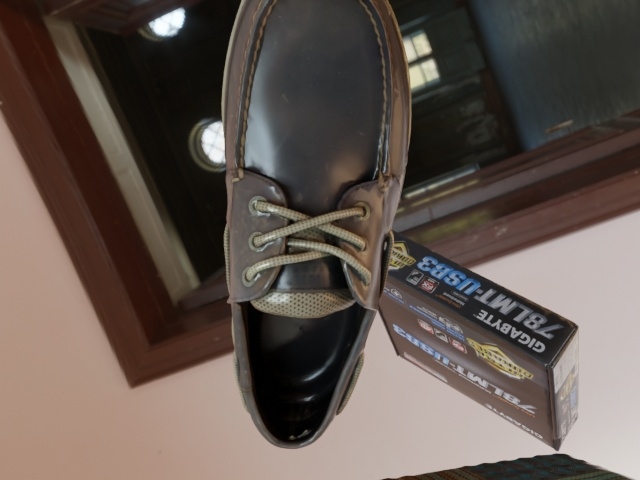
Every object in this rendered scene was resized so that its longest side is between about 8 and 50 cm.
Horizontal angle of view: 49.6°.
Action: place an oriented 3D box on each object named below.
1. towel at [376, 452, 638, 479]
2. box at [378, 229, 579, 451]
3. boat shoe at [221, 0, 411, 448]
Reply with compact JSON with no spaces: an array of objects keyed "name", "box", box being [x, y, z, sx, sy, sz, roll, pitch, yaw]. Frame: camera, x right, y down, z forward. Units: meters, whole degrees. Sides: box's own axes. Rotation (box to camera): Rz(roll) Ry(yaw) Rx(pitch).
[{"name":"towel","box":[0.123,0.166,0.293,0.370,0.271,0.040,174,95,-70]},{"name":"box","box":[0.209,0.141,0.961,0.295,0.073,0.293,29,158,33]},{"name":"boat shoe","box":[0.000,0.000,0.464,0.130,0.132,0.356,-99,8,-54]}]
